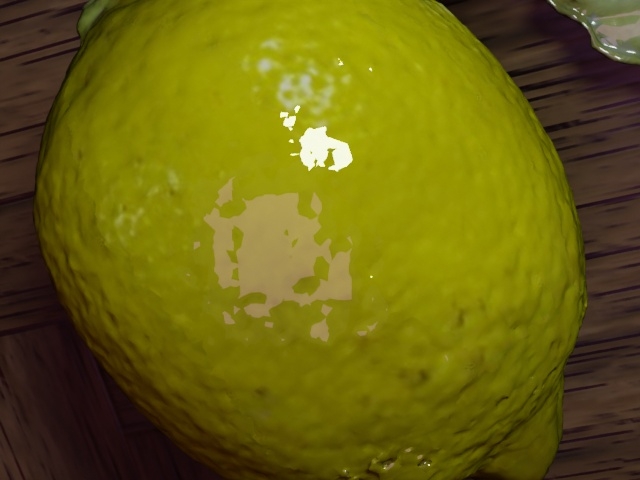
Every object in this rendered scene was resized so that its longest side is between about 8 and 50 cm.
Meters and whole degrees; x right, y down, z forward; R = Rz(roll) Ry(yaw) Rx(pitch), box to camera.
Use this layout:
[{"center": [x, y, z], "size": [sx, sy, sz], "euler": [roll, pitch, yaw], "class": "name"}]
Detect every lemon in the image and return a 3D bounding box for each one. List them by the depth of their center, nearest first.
[{"center": [0.000, 0.000, 0.647], "size": [0.245, 0.245, 0.320], "euler": [-40, 97, 23], "class": "lemon"}]

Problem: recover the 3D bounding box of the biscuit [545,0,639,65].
[{"center": [0.181, -0.182, 0.647], "size": [0.187, 0.036, 0.273], "euler": [-25, 105, 20], "class": "biscuit"}]
